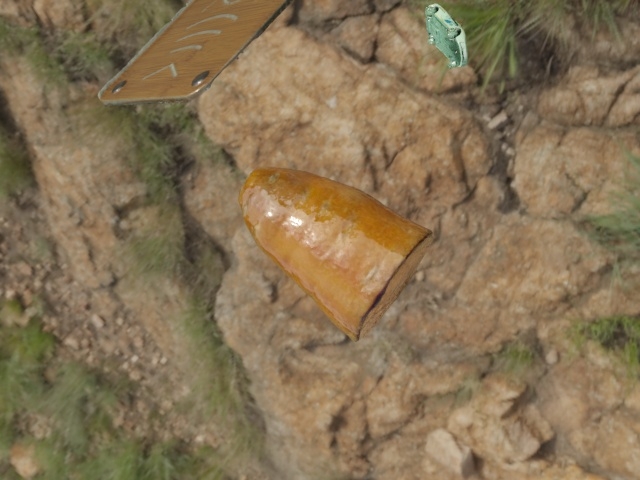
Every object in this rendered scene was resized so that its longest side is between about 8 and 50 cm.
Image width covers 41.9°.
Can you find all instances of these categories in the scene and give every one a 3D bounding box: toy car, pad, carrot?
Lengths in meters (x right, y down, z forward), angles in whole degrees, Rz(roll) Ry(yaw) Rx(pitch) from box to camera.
[{"bbox_3d":[0.277,-0.439,1.795,0.058,0.186,0.093,-20,135,-8],"label":"toy car"},{"bbox_3d":[-0.130,-0.267,1.028,0.286,0.284,0.018,11,147,53],"label":"pad"},{"bbox_3d":[0.000,0.000,0.977,0.225,0.159,0.159,33,131,7],"label":"carrot"}]
